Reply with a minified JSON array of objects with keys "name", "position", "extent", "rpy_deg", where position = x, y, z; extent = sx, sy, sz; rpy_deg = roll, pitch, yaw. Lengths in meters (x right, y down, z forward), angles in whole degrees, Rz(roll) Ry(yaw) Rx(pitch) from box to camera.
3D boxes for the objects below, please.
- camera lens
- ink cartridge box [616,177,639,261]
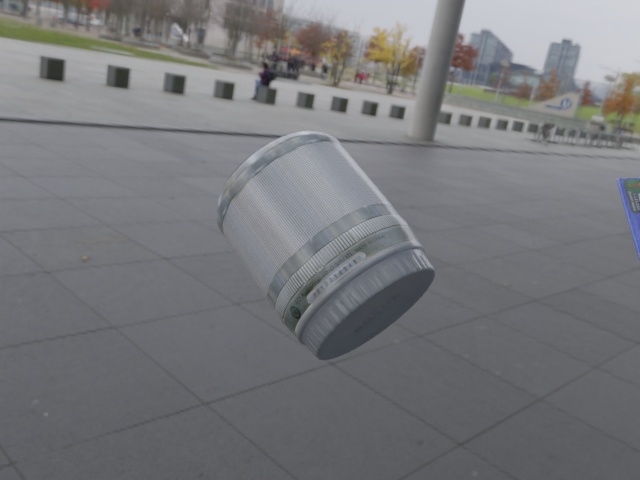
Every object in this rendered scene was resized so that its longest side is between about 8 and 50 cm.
[{"name":"camera lens","position":[0.000,0.000,0.899],"extent":[0.219,0.219,0.274],"rpy_deg":[-8,54,-50]},{"name":"ink cartridge box","position":[0.475,-0.020,0.619],"extent":[0.311,0.065,0.186],"rpy_deg":[-4,54,12]}]
